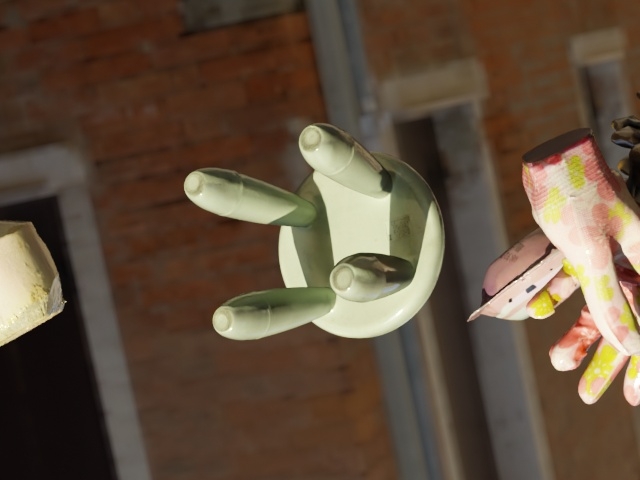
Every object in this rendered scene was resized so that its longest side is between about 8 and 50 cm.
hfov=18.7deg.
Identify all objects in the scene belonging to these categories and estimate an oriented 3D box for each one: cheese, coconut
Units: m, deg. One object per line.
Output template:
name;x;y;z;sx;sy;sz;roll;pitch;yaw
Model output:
cheese;0.279;0.007;2.117;0.286;0.074;0.189;-32;173;-9
coconut;-0.320;0.036;1.919;0.116;0.122;0.116;-30;180;0

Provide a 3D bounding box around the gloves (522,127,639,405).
gloves;0.254;0.027;1.739;0.126;0.241;0.145;-31;-171;-26

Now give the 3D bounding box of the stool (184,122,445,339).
stool;0.000;0.000;1.945;0.195;0.195;0.198;-19;168;28

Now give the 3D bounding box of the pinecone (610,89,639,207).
pinecone;0.477;-0.011;1.892;0.397;0.398;0.398;-12;-176;1
